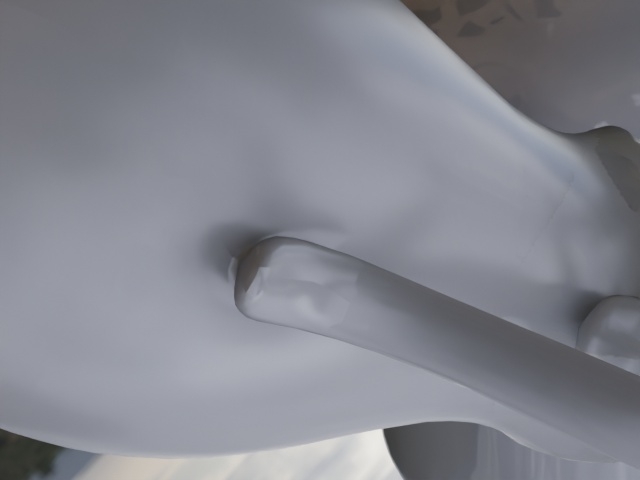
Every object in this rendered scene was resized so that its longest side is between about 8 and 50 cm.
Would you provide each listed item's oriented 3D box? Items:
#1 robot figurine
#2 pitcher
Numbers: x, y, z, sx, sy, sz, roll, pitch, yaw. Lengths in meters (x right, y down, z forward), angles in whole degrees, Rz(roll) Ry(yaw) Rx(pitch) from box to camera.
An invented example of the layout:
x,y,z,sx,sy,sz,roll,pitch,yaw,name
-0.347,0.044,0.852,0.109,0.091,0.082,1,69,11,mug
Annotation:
x,y,z,sx,sy,sz,roll,pitch,yaw,name
0.116,-0.004,0.755,0.200,0.300,0.353,-33,131,-35,robot figurine
0.000,0.000,0.372,0.178,0.207,0.125,35,-73,61,pitcher
